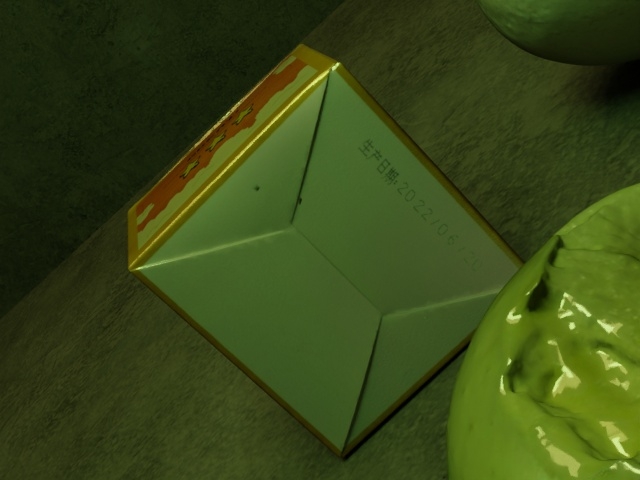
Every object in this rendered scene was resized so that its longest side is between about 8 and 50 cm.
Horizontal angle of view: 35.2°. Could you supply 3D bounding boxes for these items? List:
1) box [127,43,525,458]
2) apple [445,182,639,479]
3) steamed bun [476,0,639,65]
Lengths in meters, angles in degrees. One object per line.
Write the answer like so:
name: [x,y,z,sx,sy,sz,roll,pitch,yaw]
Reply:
box: [0.000,0.000,0.986,0.259,0.283,0.214,-43,18,6]
apple: [0.190,0.105,0.437,0.279,0.279,0.279,-39,20,17]
steamed bun: [0.297,-0.292,0.969,0.324,0.324,0.206,-28,69,41]
